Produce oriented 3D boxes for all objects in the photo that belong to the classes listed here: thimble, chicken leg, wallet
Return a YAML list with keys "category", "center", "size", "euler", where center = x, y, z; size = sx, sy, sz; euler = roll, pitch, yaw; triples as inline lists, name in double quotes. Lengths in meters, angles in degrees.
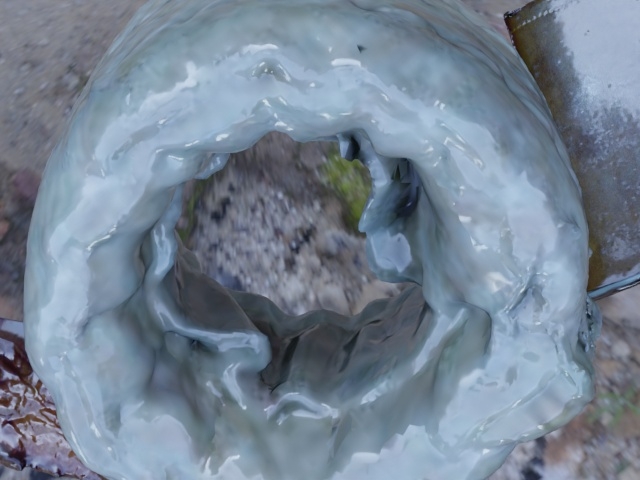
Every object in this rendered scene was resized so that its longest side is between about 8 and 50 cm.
- category: "thimble"
  center: [0.000, 0.000, 0.773]
  size: [0.291, 0.195, 0.291]
  euler: [2, 116, 3]
- category: "chicken leg"
  center: [-0.147, 0.136, 0.982]
  size: [0.158, 0.407, 0.096]
  euler: [-14, 123, -33]
- category: "wallet"
  center: [0.233, -0.089, 1.178]
  size: [0.137, 0.031, 0.255]
  euler: [-22, 69, 29]
